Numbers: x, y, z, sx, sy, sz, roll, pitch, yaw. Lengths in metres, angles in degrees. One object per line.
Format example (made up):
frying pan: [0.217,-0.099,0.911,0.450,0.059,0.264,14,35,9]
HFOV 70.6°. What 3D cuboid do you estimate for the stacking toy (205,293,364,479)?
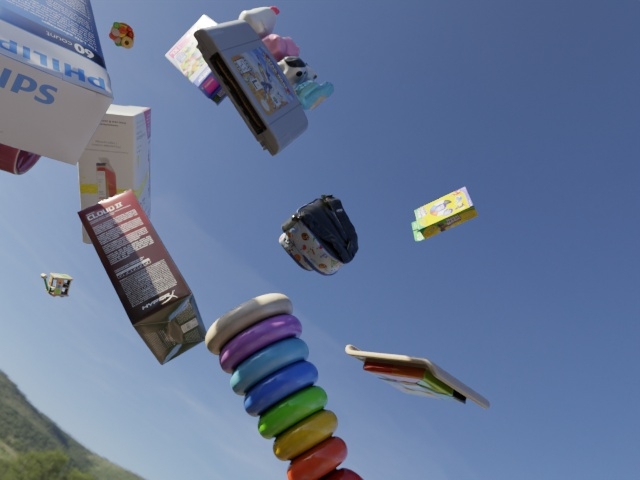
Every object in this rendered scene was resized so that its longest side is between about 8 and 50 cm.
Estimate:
stacking toy: [-0.032,0.243,0.624,0.331,0.141,0.141,58,-34,22]

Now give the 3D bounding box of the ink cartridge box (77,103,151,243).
ink cartridge box: [-0.622,-0.210,1.392,0.160,0.279,0.385,3,-70,-13]

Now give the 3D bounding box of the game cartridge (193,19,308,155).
game cartridge: [-0.143,-0.356,1.034,0.062,0.198,0.297,-21,-70,37]

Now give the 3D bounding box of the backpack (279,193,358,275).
backpack: [0.000,0.000,1.649,0.263,0.276,0.213,47,-54,5]

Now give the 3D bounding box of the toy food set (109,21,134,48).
toy food set: [-0.700,-0.725,1.596,0.082,0.020,0.083,12,-69,-18]

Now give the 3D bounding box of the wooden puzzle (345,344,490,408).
wooden puzzle: [0.194,0.288,0.936,0.221,0.044,0.238,37,-24,-32]

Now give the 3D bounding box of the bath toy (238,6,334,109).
bath toy: [-0.105,-0.554,1.345,0.348,0.129,0.151,54,-3,9]

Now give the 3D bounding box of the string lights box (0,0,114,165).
string lights box: [-0.272,-0.193,0.386,0.133,0.260,0.077,17,-54,-46]

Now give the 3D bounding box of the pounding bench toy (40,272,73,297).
pounding bench toy: [-0.818,0.138,1.385,0.052,0.065,0.083,16,1,41]

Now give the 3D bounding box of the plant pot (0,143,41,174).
plant pot: [-0.587,-0.215,0.790,0.180,0.202,0.201,29,-37,-16]

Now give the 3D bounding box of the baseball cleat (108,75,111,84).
baseball cleat: [-0.722,-0.463,1.454,0.071,0.109,0.206,7,-61,-1]

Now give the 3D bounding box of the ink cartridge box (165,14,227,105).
ink cartridge box: [-0.331,-0.547,1.354,0.311,0.186,0.065,46,2,33]

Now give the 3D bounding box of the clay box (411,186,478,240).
clay box: [0.412,-0.088,1.547,0.221,0.128,0.053,-25,-60,19]

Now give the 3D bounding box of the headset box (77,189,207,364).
headset box: [-0.344,0.064,0.880,0.293,0.110,0.218,52,-23,23]
